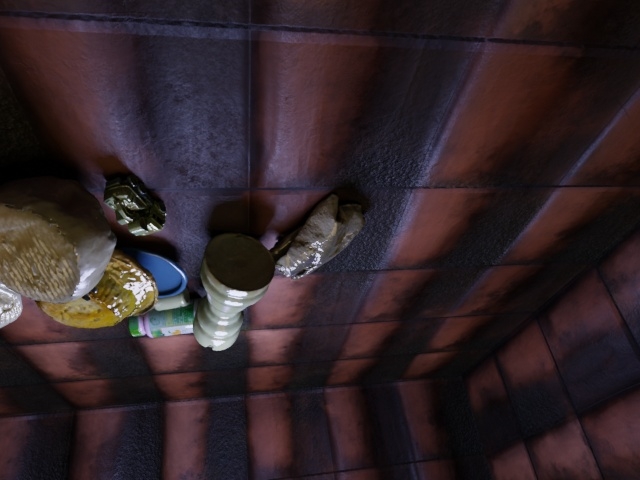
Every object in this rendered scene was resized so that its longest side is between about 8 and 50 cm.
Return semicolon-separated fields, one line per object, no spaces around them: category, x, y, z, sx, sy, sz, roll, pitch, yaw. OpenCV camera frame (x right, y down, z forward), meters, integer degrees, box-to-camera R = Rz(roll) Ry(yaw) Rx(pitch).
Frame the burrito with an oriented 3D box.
burrito;-0.002;0.000;1.508;0.190;0.135;0.332;28;129;-33

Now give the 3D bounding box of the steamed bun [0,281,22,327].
steamed bun;-1.102;0.135;1.360;0.347;0.237;0.394;-59;149;4

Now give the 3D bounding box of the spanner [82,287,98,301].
spanner;-0.751;0.110;1.331;0.254;0.054;0.015;20;-175;4

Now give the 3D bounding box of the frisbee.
frisbee;-0.588;0.100;1.578;0.289;0.049;0.289;3;142;2

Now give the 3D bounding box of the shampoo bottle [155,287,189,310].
shampoo bottle;-0.574;0.217;1.740;0.162;0.079;0.079;-11;147;2

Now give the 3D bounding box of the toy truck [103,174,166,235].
toy truck;-0.502;-0.083;1.272;0.085;0.116;0.191;-15;146;12

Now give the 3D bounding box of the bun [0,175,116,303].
bun;-0.692;-0.012;1.213;0.359;0.211;0.360;6;122;10

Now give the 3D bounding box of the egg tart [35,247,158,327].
egg tart;-0.740;0.161;1.487;0.443;0.178;0.443;2;141;2

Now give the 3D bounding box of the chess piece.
chess piece;-0.320;0.198;1.597;0.234;0.234;0.442;6;138;-22

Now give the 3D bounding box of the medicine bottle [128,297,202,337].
medicine bottle;-0.592;0.303;1.819;0.274;0.133;0.133;-6;147;-3
